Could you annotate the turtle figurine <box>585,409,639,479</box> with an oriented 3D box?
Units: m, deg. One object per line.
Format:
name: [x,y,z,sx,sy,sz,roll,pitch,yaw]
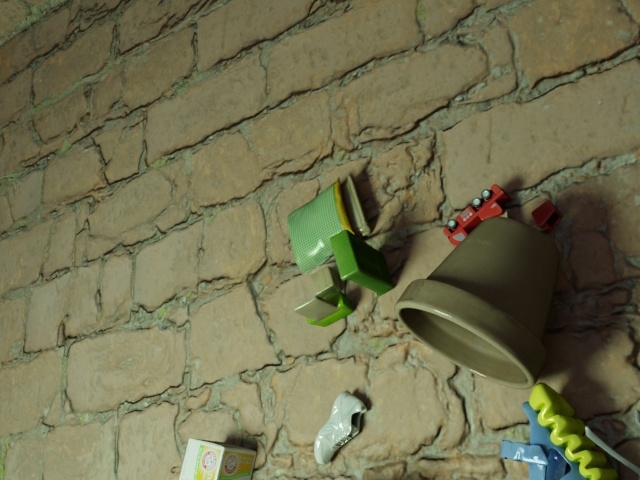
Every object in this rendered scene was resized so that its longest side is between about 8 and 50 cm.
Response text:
turtle figurine: [0.501,0.370,1.022,0.198,0.275,0.266,138,132,-60]

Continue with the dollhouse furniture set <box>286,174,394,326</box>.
dollhouse furniture set: [0.000,0.000,1.553,0.198,0.151,0.301,-31,57,23]

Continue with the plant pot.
plant pot: [0.291,0.089,1.264,0.263,0.263,0.229,18,69,39]

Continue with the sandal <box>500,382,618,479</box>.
sandal: [0.389,0.385,1.149,0.138,0.126,0.317,-43,44,18]

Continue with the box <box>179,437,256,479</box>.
box: [-0.225,0.525,1.536,0.103,0.114,0.203,2,72,36]

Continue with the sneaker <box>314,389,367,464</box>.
sneaker: [0.038,0.373,1.444,0.061,0.054,0.152,23,86,37]

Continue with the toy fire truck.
toy fire truck: [0.338,-0.031,1.388,0.192,0.047,0.135,-43,55,16]
